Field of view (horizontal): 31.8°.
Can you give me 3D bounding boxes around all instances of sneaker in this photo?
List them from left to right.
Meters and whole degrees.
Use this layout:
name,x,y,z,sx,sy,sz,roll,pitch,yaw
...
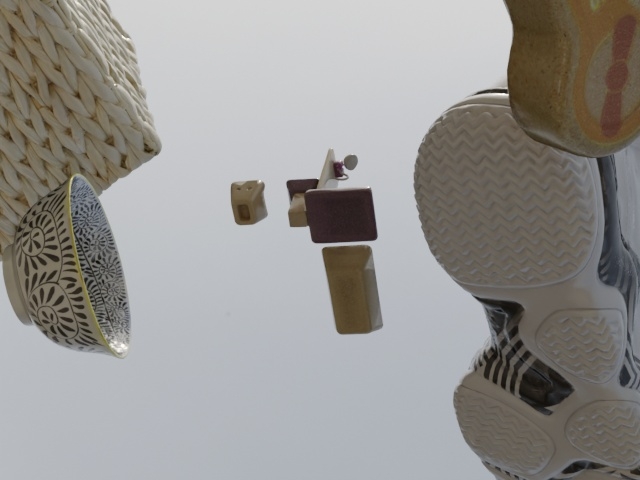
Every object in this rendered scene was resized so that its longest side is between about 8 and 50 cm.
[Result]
name,x,y,z,sx,sy,sz,roll,pitch,yaw
sneaker,0.180,0.017,0.738,0.137,0.365,0.210,12,-133,34

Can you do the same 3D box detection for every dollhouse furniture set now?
name,x,y,z,sx,sy,sz,roll,pitch,yaw
dollhouse furniture set,0.000,0.000,0.730,0.091,0.081,0.114,-3,-60,12

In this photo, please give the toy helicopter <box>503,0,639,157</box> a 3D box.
name,x,y,z,sx,sy,sz,roll,pitch,yaw
toy helicopter,0.082,-0.184,0.436,0.235,0.355,0.140,-43,-140,-16

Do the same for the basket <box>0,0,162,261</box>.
name,x,y,z,sx,sy,sz,roll,pitch,yaw
basket,-0.363,-0.197,1.165,0.266,0.331,0.328,-29,-144,3

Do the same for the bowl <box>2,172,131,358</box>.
name,x,y,z,sx,sy,sz,roll,pitch,yaw
bowl,-0.230,0.032,0.996,0.080,0.170,0.170,-15,-113,2
